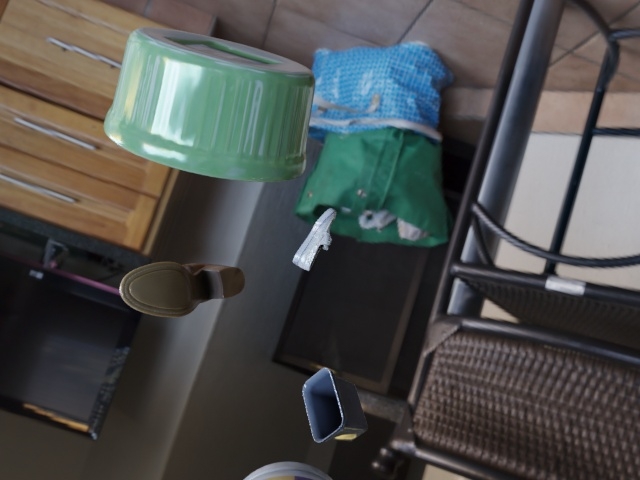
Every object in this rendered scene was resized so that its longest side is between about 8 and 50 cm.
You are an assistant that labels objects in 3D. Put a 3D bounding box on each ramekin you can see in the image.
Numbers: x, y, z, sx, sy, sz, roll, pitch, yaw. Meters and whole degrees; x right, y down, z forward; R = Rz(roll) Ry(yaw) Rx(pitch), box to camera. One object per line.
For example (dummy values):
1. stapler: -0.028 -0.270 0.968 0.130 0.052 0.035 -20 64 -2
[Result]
1. ramekin: -0.152 -0.207 1.014 0.303 0.148 0.303 13 -160 -5

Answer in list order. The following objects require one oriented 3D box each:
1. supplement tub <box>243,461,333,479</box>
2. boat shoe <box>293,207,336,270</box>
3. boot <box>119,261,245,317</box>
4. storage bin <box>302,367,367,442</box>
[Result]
1. supplement tub: -0.046 0.469 0.953 0.241 0.241 0.331 19 -176 -4
2. boat shoe: 0.000 0.000 1.021 0.035 0.100 0.035 32 171 13
3. boot: -0.322 0.090 1.397 0.220 0.109 0.283 -4 -174 42
4. storage bin: 0.030 0.337 1.371 0.091 0.135 0.098 26 123 -37
